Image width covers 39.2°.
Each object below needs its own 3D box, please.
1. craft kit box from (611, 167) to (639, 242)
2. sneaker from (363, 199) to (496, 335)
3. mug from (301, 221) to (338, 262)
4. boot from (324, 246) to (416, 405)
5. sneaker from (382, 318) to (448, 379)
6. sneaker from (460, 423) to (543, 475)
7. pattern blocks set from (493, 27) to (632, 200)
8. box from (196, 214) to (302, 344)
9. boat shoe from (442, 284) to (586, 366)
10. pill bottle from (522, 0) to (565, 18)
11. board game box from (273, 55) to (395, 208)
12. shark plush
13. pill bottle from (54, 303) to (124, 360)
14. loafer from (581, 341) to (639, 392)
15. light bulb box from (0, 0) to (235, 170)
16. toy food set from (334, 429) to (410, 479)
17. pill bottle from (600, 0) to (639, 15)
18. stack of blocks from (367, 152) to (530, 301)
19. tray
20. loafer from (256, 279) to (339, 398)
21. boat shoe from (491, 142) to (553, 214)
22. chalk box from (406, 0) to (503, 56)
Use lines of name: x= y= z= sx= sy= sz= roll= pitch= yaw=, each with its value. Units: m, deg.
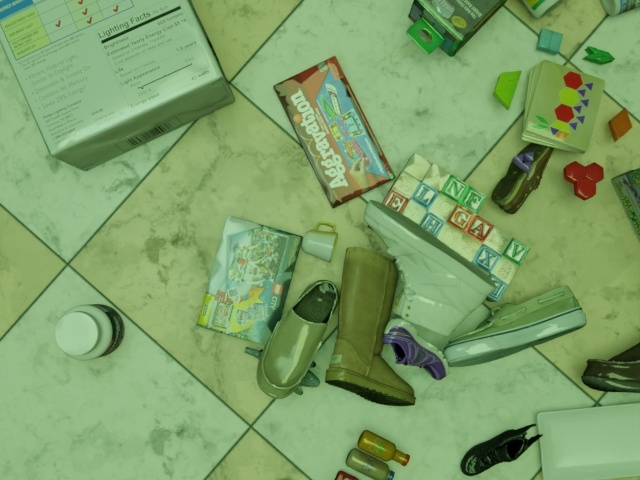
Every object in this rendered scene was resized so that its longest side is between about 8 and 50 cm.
craft kit box: x=0.671 y=-0.031 z=1.732 sx=0.061 sy=0.246 sz=0.250 roll=-24 pitch=87 yaw=1
sneaker: x=0.169 y=0.064 z=1.719 sx=0.292 sy=0.108 sz=0.169 roll=37 pitch=107 yaw=-2
mug: x=-0.001 y=0.004 z=1.826 sx=0.064 sy=0.078 sz=0.062 roll=14 pitch=118 yaw=7
boot: x=0.121 y=0.176 z=1.783 sx=0.236 sy=0.089 sz=0.270 roll=29 pitch=63 yaw=-39
sneaker: x=0.178 y=0.222 z=1.744 sx=0.170 sy=0.068 sz=0.071 roll=42 pitch=66 yaw=-22
sneaker: x=0.356 y=0.416 z=1.781 sx=0.170 sy=0.089 sz=0.051 roll=-32 pitch=87 yaw=-2
pattern blocks set: x=0.489 y=-0.266 z=1.822 sx=0.285 sy=0.026 sz=0.325 roll=27 pitch=73 yaw=2
box: x=-0.142 y=0.082 z=1.819 sx=0.159 sy=0.044 sz=0.233 roll=16 pitch=87 yaw=0
boat shoe: x=0.379 y=0.174 z=1.801 sx=0.302 sy=0.109 sz=0.094 roll=-16 pitch=70 yaw=-9
pill bottle: x=0.425 y=-0.567 z=1.825 sx=0.117 sy=0.117 sz=0.208 roll=-36 pitch=87 yaw=-2
board game box: x=0.027 y=-0.222 z=1.848 sx=0.145 sy=0.027 sz=0.281 roll=-26 pitch=87 yaw=-1
shark plush: x=-0.072 y=0.245 z=1.799 sx=0.161 sy=0.067 sz=0.073 roll=37 pitch=87 yaw=2
pill bottle: x=-0.450 y=0.178 z=1.744 sx=0.108 sy=0.180 sz=0.108 roll=0 pitch=87 yaw=0
loafer: x=0.686 y=0.227 z=1.785 sx=0.365 sy=0.134 sz=0.130 roll=-6 pitch=82 yaw=-11
light bulb box: x=-0.407 y=-0.380 z=1.755 sx=0.357 sy=0.225 sz=0.361 roll=-24 pitch=86 yaw=-1
toy food set: x=0.079 y=0.500 z=1.758 sx=0.104 sy=0.111 sz=0.232 roll=27 pitch=69 yaw=-2
pill bottle: x=0.651 y=-0.519 z=1.844 sx=0.137 sy=0.078 sz=0.078 roll=-21 pitch=87 yaw=-1
stack of blocks: x=0.265 y=-0.025 z=1.807 sx=0.297 sy=0.087 sz=0.171 roll=32 pitch=87 yaw=1
tray: x=0.573 y=0.405 z=1.813 sx=0.270 sy=0.030 sz=0.145 roll=-5 pitch=87 yaw=-1
loafer: x=-0.043 y=0.179 z=1.751 sx=0.102 sy=0.092 sz=0.269 roll=24 pitch=63 yaw=4
boat shoe: x=0.419 y=-0.131 z=1.834 sx=0.060 sy=0.064 sz=0.178 roll=44 pitch=77 yaw=-31
chalk box: x=0.267 y=-0.466 z=1.813 sx=0.213 sy=0.132 sz=0.132 roll=-45 pitch=89 yaw=-2
